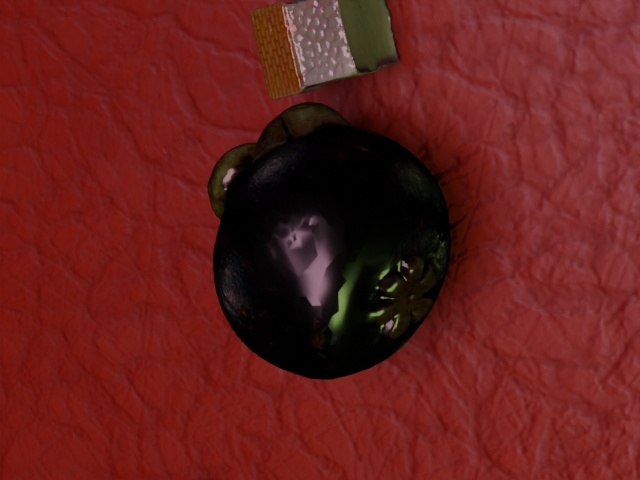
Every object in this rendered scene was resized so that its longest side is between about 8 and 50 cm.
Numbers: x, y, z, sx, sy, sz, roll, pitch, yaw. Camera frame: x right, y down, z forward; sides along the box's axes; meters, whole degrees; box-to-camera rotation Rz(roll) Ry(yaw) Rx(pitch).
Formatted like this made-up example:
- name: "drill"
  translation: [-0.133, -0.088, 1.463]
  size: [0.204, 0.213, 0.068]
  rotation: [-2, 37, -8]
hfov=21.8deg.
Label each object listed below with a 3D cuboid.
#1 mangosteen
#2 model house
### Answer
- name: "mangosteen"
  translation: [0.000, 0.000, 1.428]
  size: [0.243, 0.243, 0.243]
  rotation: [5, 102, 24]
- name: "model house"
  translation: [0.000, -0.178, 1.448]
  size: [0.100, 0.101, 0.087]
  rotation: [-12, 95, 29]
